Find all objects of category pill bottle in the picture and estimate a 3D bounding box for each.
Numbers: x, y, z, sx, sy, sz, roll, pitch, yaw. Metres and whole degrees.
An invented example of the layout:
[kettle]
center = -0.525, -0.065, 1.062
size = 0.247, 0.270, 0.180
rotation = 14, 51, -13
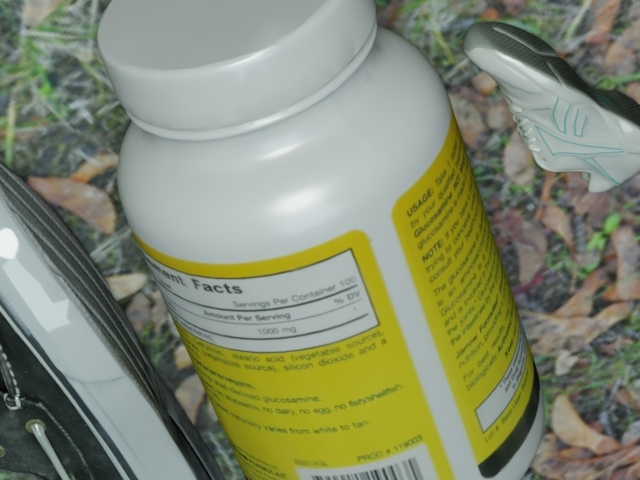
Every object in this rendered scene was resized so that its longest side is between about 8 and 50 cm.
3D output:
[pill bottle]
center = 0.000, 0.000, 1.105
size = 0.187, 0.188, 0.334
rotation = -19, 125, 2

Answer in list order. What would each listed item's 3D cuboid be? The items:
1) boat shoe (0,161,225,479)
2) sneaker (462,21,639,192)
[boat shoe]
center = -0.158, 0.099, 1.180
size = 0.119, 0.121, 0.335
rotation = -26, 127, 1
[sneaker]
center = 0.136, -0.073, 1.164
size = 0.152, 0.054, 0.061
rotation = 31, 116, -28
